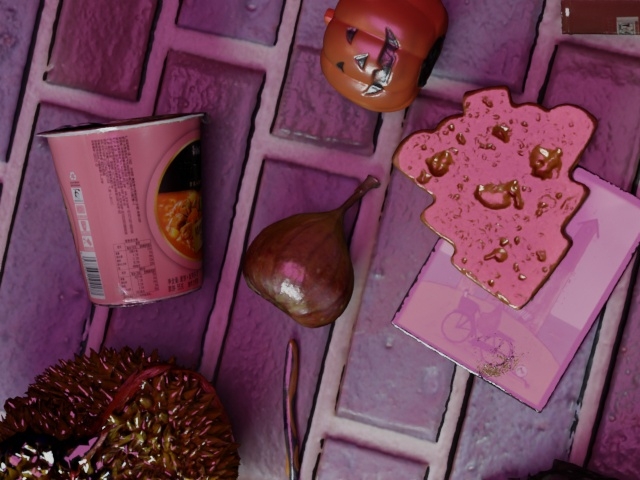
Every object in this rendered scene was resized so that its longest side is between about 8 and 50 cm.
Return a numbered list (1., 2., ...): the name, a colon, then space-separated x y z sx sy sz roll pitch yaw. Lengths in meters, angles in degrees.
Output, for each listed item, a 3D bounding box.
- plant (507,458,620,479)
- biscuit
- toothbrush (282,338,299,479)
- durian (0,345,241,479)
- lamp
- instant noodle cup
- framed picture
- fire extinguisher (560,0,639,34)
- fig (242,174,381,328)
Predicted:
1. plant: 0.300 0.396 1.837 0.312 0.215 0.213 16 98 15
2. biscuit: 0.245 -0.057 1.915 0.284 0.043 0.306 -7 91 12
3. toothbrush: -0.043 0.301 2.011 0.031 0.023 0.321 4 92 10
4. durian: -0.279 0.310 1.902 0.384 0.347 0.347 30 98 24
5. lamp: 0.078 -0.271 1.891 0.164 0.187 0.188 27 97 10
6. instant noodle cup: -0.261 -0.046 1.969 0.244 0.244 0.255 -6 98 13
7. framed picture: 0.278 0.038 1.937 0.244 0.013 0.324 30 98 11
8. fire extinguisher: 0.485 -0.299 1.843 0.337 0.106 0.147 4 117 13
9. fig: -0.005 0.014 1.961 0.160 0.231 0.143 28 140 12
